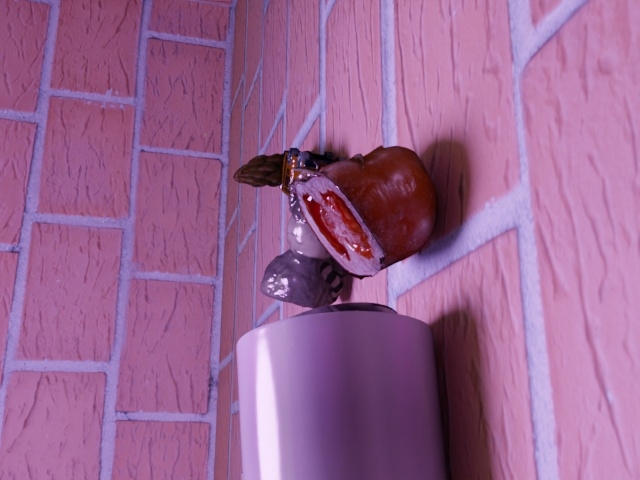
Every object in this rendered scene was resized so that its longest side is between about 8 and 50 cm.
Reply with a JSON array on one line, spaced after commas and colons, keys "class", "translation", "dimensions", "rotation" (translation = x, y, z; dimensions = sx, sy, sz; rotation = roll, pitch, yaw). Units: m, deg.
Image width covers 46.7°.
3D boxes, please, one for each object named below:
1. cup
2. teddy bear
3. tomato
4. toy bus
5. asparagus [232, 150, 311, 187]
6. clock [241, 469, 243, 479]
[{"class": "cup", "translation": [0.026, 0.276, 0.895], "dimensions": [0.253, 0.253, 0.371], "rotation": [123, 147, -62]}, {"class": "teddy bear", "translation": [0.004, 0.018, 1.343], "dimensions": [0.171, 0.144, 0.251], "rotation": [35, 107, 34]}, {"class": "tomato", "translation": [0.074, -0.055, 1.000], "dimensions": [0.180, 0.155, 0.214], "rotation": [61, 162, -10]}, {"class": "toy bus", "translation": [-0.016, -0.125, 1.500], "dimensions": [0.201, 0.098, 0.114], "rotation": [-140, 57, -71]}, {"class": "asparagus", "translation": [-0.089, -0.159, 1.624], "dimensions": [0.080, 0.287, 0.080], "rotation": [10, 107, 36]}, {"class": "clock", "translation": [-0.019, 0.387, 1.149], "dimensions": [0.147, 0.192, 0.071], "rotation": [135, 136, -67]}]
